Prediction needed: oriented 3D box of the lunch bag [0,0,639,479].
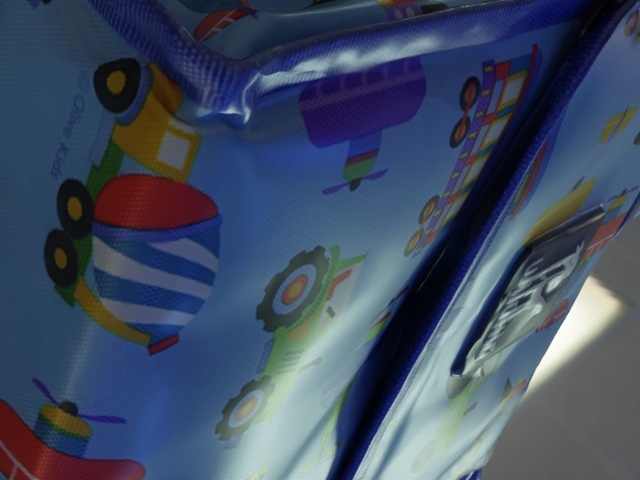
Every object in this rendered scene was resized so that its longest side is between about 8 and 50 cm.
[{"bbox_3d":[0.000,0.000,0.496,0.293,0.221,0.138,-12,-136,-47],"label":"lunch bag"}]
